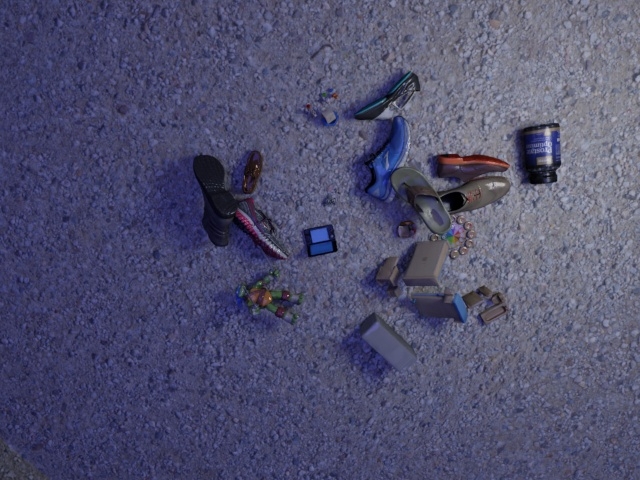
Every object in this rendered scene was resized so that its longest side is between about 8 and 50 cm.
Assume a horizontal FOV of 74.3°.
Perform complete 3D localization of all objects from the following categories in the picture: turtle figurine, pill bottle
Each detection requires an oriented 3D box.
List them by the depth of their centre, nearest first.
[{"bbox_3d":[0.846,-0.328,1.609,0.123,0.123,0.219,-8,99,2],"label":"pill bottle"},{"bbox_3d":[-0.197,0.216,1.677,0.267,0.197,0.274,23,117,-12],"label":"turtle figurine"}]

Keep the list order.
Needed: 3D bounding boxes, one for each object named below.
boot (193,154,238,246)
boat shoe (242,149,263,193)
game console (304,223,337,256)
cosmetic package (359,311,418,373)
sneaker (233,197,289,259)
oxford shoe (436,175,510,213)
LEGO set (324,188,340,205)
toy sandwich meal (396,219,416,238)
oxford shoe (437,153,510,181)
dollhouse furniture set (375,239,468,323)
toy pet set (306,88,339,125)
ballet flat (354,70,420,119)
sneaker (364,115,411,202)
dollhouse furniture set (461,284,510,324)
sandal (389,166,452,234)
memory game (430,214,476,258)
[{"bbox_3d":[-0.434,-0.155,1.654,0.118,0.338,0.222,-6,146,-29],"label":"boot"},{"bbox_3d":[-0.271,-0.268,1.674,0.064,0.060,0.177,15,99,-1],"label":"boat shoe"},{"bbox_3d":[0.000,0.000,1.708,0.122,0.071,0.107,-11,99,3],"label":"game console"},{"bbox_3d":[0.277,0.421,1.747,0.107,0.127,0.238,-43,98,8],"label":"cosmetic package"},{"bbox_3d":[-0.226,-0.040,1.689,0.299,0.121,0.112,49,67,-14],"label":"sneaker"},{"bbox_3d":[0.577,-0.163,1.638,0.349,0.130,0.122,-19,99,4],"label":"oxford shoe"},{"bbox_3d":[0.046,-0.171,1.702,0.054,0.023,0.083,22,99,-2],"label":"LEGO set"},{"bbox_3d":[0.350,-0.045,1.714,0.086,0.029,0.085,0,100,1],"label":"toy sandwich meal"},{"bbox_3d":[0.592,-0.280,1.648,0.272,0.097,0.098,5,115,7],"label":"oxford shoe"},{"bbox_3d":[0.438,0.180,1.729,0.287,0.198,0.303,-5,132,40],"label":"dollhouse furniture set"},{"bbox_3d":[0.027,-0.504,1.641,0.122,0.065,0.114,-33,62,3],"label":"toy pet set"},{"bbox_3d":[0.264,-0.523,1.607,0.281,0.095,0.096,-36,109,7],"label":"ballet flat"},{"bbox_3d":[0.250,-0.317,1.621,0.147,0.130,0.329,13,100,-4],"label":"sneaker"},{"bbox_3d":[0.689,0.275,1.713,0.144,0.123,0.151,-31,98,6],"label":"dollhouse furniture set"},{"bbox_3d":[0.380,-0.152,1.553,0.120,0.086,0.302,-41,88,12],"label":"sandal"},{"bbox_3d":[0.543,-0.016,1.724,0.187,0.012,0.186,0,99,1],"label":"memory game"}]
